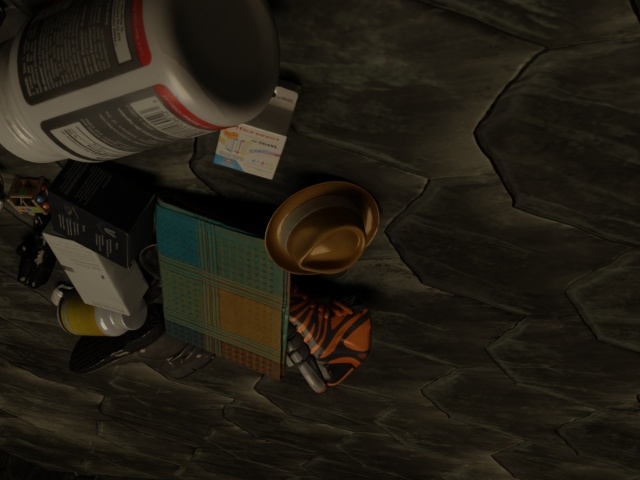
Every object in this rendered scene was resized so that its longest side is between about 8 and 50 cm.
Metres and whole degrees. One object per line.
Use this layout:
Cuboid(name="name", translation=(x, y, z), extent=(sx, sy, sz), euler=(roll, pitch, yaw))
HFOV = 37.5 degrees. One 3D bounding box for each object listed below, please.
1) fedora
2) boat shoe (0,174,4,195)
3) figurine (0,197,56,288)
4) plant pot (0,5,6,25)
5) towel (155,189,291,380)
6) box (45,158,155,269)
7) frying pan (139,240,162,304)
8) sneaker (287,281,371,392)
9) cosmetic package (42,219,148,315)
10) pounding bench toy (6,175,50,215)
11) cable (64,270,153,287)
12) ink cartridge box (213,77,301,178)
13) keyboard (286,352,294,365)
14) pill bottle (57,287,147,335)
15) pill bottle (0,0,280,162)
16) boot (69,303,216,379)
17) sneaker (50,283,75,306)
Cuboid(name="fedora", translation=(0.011, -0.002, 1.510), extent=(0.194, 0.079, 0.194), euler=(-9, 127, -12))
Cuboid(name="boat shoe", translation=(-0.618, -0.153, 1.556), extent=(0.120, 0.122, 0.324), euler=(4, 161, 6))
Cuboid(name="figurine", translation=(-0.612, -0.014, 1.858), extent=(0.215, 0.092, 0.209), euler=(22, 144, -17))
Cuboid(name="plant pot", translation=(-0.561, -0.279, 1.213), extent=(0.167, 0.188, 0.187), euler=(8, 156, 35))
Cuboid(name="towel", translation=(-0.176, 0.089, 1.722), extent=(0.271, 0.040, 0.370), euler=(21, 137, 16))
Cuboid(name="box", translation=(-0.376, -0.048, 1.628), extent=(0.158, 0.093, 0.156), euler=(28, 153, 2))
Cuboid(name="frying pan", translation=(-0.267, 0.076, 1.893), extent=(0.197, 0.053, 0.326), euler=(17, 151, -6))
Cuboid(name="sneaker", translation=(-0.017, 0.124, 1.829), extent=(0.321, 0.180, 0.124), euler=(57, 177, -19))
Cuboid(name="cosmetic package", translation=(-0.428, 0.040, 1.812), extent=(0.117, 0.085, 0.231), euler=(12, 143, 23))
Cuboid(name="pounding bench toy", translation=(-0.516, -0.074, 1.719), extent=(0.065, 0.052, 0.083), euler=(3, 152, 17))
Cuboid(name="cable", translation=(-0.451, 0.082, 2.013), extent=(0.185, 0.047, 0.150), euler=(13, 158, -10))
Cuboid(name="ink cartridge box", translation=(-0.089, -0.166, 1.312), extent=(0.092, 0.089, 0.143), euler=(16, 154, -6))
Cuboid(name="keyboard", translation=(-0.071, 0.218, 1.977), extent=(0.014, 0.072, 0.256), euler=(-28, 179, 0))
Cuboid(name="pill bottle", translation=(-0.453, 0.148, 1.965), extent=(0.184, 0.103, 0.103), euler=(-2, 150, 35))
Cuboid(name="pill bottle", translation=(-0.246, -0.211, 1.161), extent=(0.363, 0.210, 0.210), euler=(-9, 146, 37))
Cuboid(name="boot", translation=(-0.421, 0.279, 2.252), extent=(0.338, 0.118, 0.223), euler=(-20, 140, 33))
Cuboid(name="sneaker", translation=(-0.539, 0.142, 2.150), extent=(0.152, 0.053, 0.061), euler=(20, 150, -12))
